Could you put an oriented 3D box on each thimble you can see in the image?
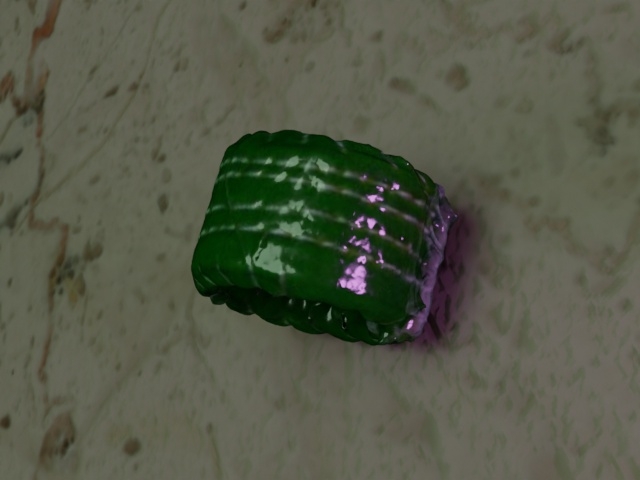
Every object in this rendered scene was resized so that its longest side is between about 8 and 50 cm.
[{"bbox_3d":[0.000,0.000,0.679,0.130,0.118,0.090,12,77,22],"label":"thimble"}]
